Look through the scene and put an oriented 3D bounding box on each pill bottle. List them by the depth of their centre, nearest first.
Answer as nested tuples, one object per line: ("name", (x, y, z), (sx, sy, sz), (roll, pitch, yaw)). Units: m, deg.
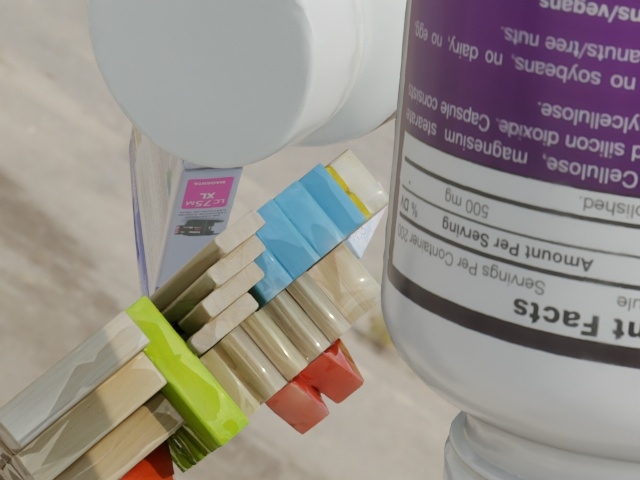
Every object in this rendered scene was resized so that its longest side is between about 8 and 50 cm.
("pill bottle", (0.116, -0.053, 0.660), (0.182, 0.322, 0.181), (4, 16, -1))
("pill bottle", (0.023, -0.198, 1.463), (0.224, 0.224, 0.392), (36, 36, 18))

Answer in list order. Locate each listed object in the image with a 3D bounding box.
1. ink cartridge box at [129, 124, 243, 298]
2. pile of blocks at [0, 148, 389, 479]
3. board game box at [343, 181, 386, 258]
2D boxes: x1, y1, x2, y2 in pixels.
("ink cartridge box", (-0.126, -0.069, 1.774), (0.065, 0.311, 0.185), (-2, 64, -14))
("pile of blocks", (-0.034, 0.056, 1.070), (0.112, 0.149, 0.362), (50, 42, 0))
("board game box", (0.000, 0.000, 1.455), (0.020, 0.090, 0.090), (58, 28, -18))
